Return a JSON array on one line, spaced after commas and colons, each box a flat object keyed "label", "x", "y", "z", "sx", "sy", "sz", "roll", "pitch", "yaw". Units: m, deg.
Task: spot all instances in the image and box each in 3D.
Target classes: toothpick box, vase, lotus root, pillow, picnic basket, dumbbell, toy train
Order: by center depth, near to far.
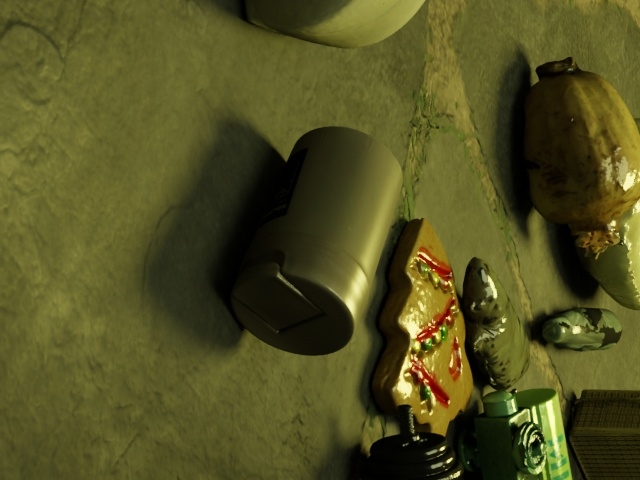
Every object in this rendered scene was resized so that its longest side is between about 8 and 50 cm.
[{"label": "toothpick box", "x": 0.000, "y": 0.000, "z": 1.241, "sx": 0.111, "sy": 0.111, "sz": 0.180, "roll": 60, "pitch": 36, "yaw": -38}, {"label": "dumbbell", "x": 0.093, "y": 0.261, "z": 1.383, "sx": 0.099, "sy": 0.099, "sz": 0.208, "roll": -20, "pitch": 105, "yaw": -60}, {"label": "toy train", "x": 0.238, "y": 0.282, "z": 1.626, "sx": 0.157, "sy": 0.105, "sz": 0.253, "roll": -19, "pitch": 101, "yaw": -52}, {"label": "pillow", "x": 0.199, "y": 0.112, "z": 1.638, "sx": 0.241, "sy": 0.051, "sz": 0.093, "roll": 60, "pitch": 44, "yaw": -53}, {"label": "lotus root", "x": 0.329, "y": -0.111, "z": 1.827, "sx": 0.140, "sy": 0.155, "sz": 0.256, "roll": 104, "pitch": -27, "yaw": -73}, {"label": "vase", "x": 0.341, "y": 0.118, "z": 1.894, "sx": 0.211, "sy": 0.060, "sz": 0.059, "roll": 5, "pitch": 81, "yaw": -62}, {"label": "picnic basket", "x": 0.412, "y": 0.280, "z": 1.942, "sx": 0.164, "sy": 0.115, "sz": 0.079, "roll": 62, "pitch": 38, "yaw": -36}]

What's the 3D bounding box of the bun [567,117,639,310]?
[{"label": "bun", "x": 0.436, "y": -0.040, "z": 2.009, "sx": 0.287, "sy": 0.146, "sz": 0.287, "roll": -14, "pitch": 108, "yaw": -50}]

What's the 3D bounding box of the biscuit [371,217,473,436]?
[{"label": "biscuit", "x": 0.114, "y": 0.095, "z": 1.508, "sx": 0.212, "sy": 0.041, "sz": 0.238, "roll": 7, "pitch": 80, "yaw": -59}]

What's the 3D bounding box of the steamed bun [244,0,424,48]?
[{"label": "steamed bun", "x": 0.023, "y": -0.299, "z": 1.274, "sx": 0.146, "sy": 0.164, "sz": 0.241, "roll": 1, "pitch": 84, "yaw": -62}]
